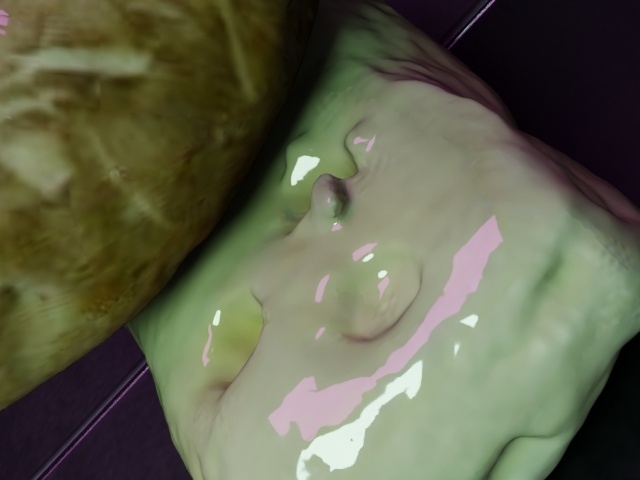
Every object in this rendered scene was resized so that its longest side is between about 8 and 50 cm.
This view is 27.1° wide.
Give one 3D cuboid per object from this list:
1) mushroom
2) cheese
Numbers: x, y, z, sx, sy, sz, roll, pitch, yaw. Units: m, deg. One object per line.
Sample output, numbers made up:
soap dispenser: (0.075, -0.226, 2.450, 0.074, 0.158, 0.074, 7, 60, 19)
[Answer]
mushroom: (-0.076, -0.063, 0.429, 0.151, 0.156, 0.286, 2, 60, 23)
cheese: (-0.001, -0.001, 0.456, 0.159, 0.093, 0.263, -49, 33, 6)
